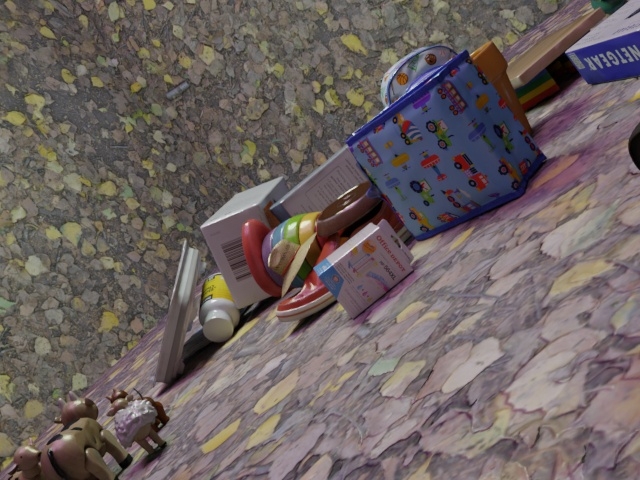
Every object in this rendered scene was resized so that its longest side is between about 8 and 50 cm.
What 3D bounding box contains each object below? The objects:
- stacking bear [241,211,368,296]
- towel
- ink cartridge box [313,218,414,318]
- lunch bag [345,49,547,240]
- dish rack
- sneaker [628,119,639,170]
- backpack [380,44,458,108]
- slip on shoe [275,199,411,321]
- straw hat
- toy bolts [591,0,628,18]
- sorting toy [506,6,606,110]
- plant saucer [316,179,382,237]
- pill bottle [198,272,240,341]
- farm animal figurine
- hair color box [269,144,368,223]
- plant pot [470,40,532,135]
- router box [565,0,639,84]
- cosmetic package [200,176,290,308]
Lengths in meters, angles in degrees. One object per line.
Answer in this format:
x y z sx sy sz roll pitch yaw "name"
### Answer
0.000 0.003 1.644 0.289 0.175 0.164 -22 59 32 "stacking bear"
-0.262 0.210 2.138 0.209 0.034 0.285 -33 9 38 "towel"
0.074 0.040 1.265 0.143 0.092 0.090 -39 7 0 "ink cartridge box"
0.177 -0.130 1.298 0.293 0.221 0.138 -31 10 45 "lunch bag"
-0.350 0.185 1.979 0.333 0.072 0.286 -96 21 -65 "dish rack"
0.326 -0.068 0.720 0.118 0.083 0.222 -40 8 -6 "sneaker"
0.283 -0.350 1.972 0.276 0.263 0.213 -38 7 -3 "backpack"
0.039 0.031 1.478 0.331 0.101 0.123 -41 9 -6 "slip on shoe"
-0.067 0.034 1.515 0.144 0.061 0.144 -61 4 8 "straw hat"
0.752 -0.589 1.843 0.228 0.158 0.218 -23 55 32 "toy bolts"
0.502 -0.383 1.780 0.257 0.089 0.255 -40 7 -12 "sorting toy"
0.056 -0.067 1.479 0.168 0.029 0.168 -34 11 8 "plant saucer"
-0.249 0.168 1.954 0.103 0.103 0.184 -37 26 16 "pill bottle"
-0.458 0.385 1.464 0.330 0.172 0.327 -40 7 -12 "farm animal figurine"
0.081 -0.127 1.903 0.374 0.185 0.113 -41 7 -17 "hair color box"
0.303 -0.246 1.519 0.205 0.188 0.205 -39 7 5 "plant pot"
0.616 -0.401 1.344 0.301 0.082 0.335 -38 7 2 "router box"
-0.154 -0.009 2.082 0.161 0.230 0.453 -22 11 9 "cosmetic package"
